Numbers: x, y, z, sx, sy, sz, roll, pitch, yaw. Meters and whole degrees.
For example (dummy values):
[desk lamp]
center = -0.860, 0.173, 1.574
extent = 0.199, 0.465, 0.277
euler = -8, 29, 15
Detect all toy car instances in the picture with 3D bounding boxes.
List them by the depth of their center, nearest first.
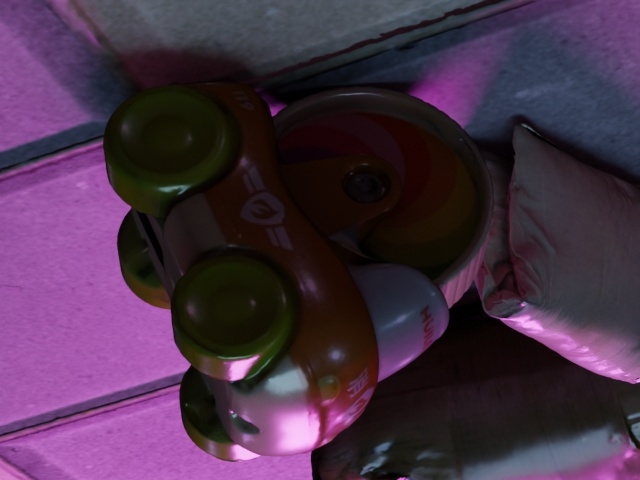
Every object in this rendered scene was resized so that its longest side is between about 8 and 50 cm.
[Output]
[toy car]
center = 0.000, 0.000, 0.967
extent = 0.235, 0.235, 0.145
euler = -5, 150, -5

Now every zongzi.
[zongzi]
center = 0.175, 0.164, 1.339
extent = 0.323, 0.160, 0.360
euler = -10, 156, 14

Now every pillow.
[pillow]
center = 0.163, 0.010, 1.092
extent = 0.078, 0.134, 0.181
euler = -18, 150, 38
